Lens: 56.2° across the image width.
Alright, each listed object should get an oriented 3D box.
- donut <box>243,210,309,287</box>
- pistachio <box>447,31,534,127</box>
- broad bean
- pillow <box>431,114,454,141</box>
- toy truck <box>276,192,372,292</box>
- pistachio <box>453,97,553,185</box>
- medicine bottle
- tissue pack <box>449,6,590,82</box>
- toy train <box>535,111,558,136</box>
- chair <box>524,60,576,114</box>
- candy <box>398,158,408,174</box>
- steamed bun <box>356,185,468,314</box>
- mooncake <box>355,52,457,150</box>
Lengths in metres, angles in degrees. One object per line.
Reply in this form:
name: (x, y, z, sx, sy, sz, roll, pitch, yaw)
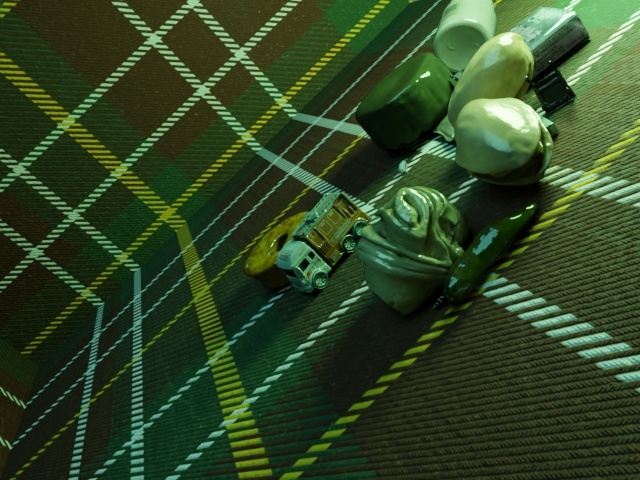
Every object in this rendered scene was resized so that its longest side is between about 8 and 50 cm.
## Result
donut: (-0.115, 0.039, 2.020, 0.303, 0.110, 0.303, -34, 23, 17)
pistachio: (0.475, -0.432, 1.674, 0.299, 0.188, 0.187, -59, 17, 20)
broad bean: (0.348, 0.032, 1.295, 0.339, 0.061, 0.077, -48, 30, -8)
pillow: (0.429, -0.375, 1.909, 0.131, 0.038, 0.232, -43, 19, 8)
toy truck: (0.000, 0.000, 1.815, 0.305, 0.162, 0.136, -51, 23, -16)
pistachio: (0.439, -0.237, 1.447, 0.214, 0.194, 0.318, -51, 31, 13)
medicine bottle: (0.540, -0.781, 2.214, 0.208, 0.208, 0.339, -27, 27, 37)
tissue pack: (0.604, -0.561, 1.845, 0.361, 0.122, 0.259, -37, 25, 11)
toy train: (0.555, -0.314, 1.575, 0.043, 0.047, 0.207, -38, 24, 12)
chair: (0.620, -0.399, 1.598, 0.084, 0.101, 0.213, -31, -12, 28)
candy: (0.273, -0.243, 1.966, 0.030, 0.020, 0.083, -28, 28, 37)
steamed bun: (0.197, 0.002, 1.420, 0.289, 0.203, 0.276, -48, 22, -7)
mooncake: (0.304, -0.476, 2.091, 0.356, 0.194, 0.356, -37, 22, 18)
